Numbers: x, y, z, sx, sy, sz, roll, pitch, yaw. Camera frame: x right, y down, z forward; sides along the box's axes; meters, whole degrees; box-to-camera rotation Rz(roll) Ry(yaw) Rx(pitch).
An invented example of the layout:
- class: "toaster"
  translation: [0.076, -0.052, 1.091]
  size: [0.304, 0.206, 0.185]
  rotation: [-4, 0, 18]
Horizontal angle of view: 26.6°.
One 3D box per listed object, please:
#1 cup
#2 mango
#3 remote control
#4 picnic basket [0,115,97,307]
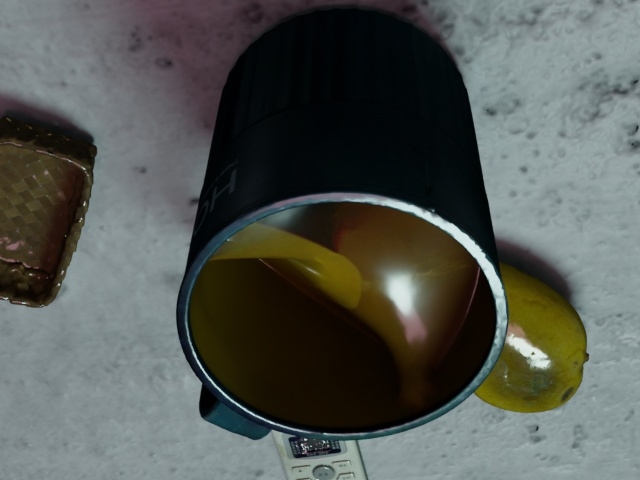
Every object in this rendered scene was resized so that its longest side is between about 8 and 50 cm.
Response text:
- class: "cup"
  translation: [0.018, -0.002, 1.117]
  size: [0.242, 0.292, 0.307]
  rotation: [0, 129, 1]
- class: "mango"
  translation: [0.174, 0.091, 1.312]
  size: [0.195, 0.098, 0.137]
  rotation: [33, 126, -16]
- class: "remote control"
  translation: [0.006, 0.253, 1.485]
  size: [0.088, 0.029, 0.190]
  rotation: [-8, 128, 8]
- class: "picnic basket"
  translation: [-0.274, -0.026, 1.255]
  size: [0.110, 0.055, 0.193]
  rotation: [17, 126, -13]
